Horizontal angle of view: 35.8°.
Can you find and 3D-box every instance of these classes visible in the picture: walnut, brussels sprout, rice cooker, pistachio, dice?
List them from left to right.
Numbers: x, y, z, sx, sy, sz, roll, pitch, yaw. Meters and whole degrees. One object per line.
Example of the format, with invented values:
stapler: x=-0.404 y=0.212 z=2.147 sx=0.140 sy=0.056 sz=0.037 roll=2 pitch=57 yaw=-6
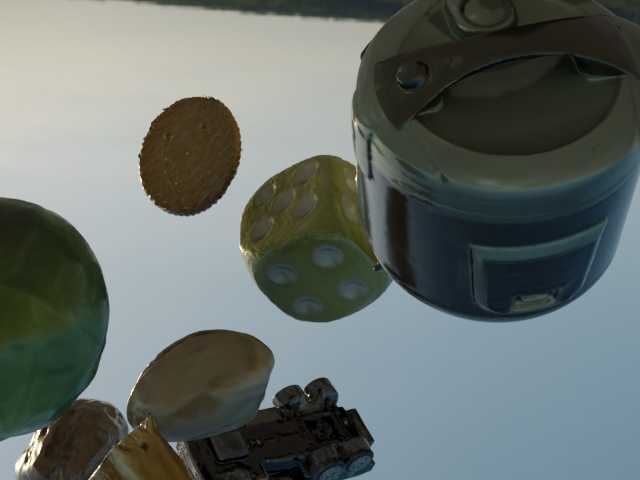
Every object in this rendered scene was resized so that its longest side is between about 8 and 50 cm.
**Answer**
brussels sprout: x=-0.304 y=0.070 z=0.862 sx=0.244 sy=0.244 sz=0.244 roll=2 pitch=-165 yaw=-1
walnut: x=-0.488 y=0.455 z=2.006 sx=0.227 sy=0.273 sz=0.273 roll=-20 pitch=-168 yaw=10
pistachio: x=-0.164 y=0.205 z=1.389 sx=0.223 sy=0.152 sz=0.126 roll=-30 pitch=-164 yaw=8
dice: x=0.000 y=0.000 z=1.897 sx=0.233 sy=0.238 sz=0.227 roll=-27 pitch=-142 yaw=25
rice cooker: x=0.202 y=-0.102 z=1.098 sx=0.335 sy=0.325 sz=0.335 roll=-2 pitch=-125 yaw=3

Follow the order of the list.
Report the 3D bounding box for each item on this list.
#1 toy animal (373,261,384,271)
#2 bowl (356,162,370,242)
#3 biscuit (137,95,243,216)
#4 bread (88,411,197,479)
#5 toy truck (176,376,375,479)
toy animal: x=0.206 y=0.017 z=1.475 sx=0.272 sy=0.197 sz=0.160 roll=-33 pitch=-114 yaw=-12
bowl: x=0.283 y=-0.120 z=1.812 sx=0.434 sy=0.435 sz=0.196 roll=-12 pitch=-167 yaw=-44
biscuit: x=-0.262 y=-0.169 z=1.988 sx=0.254 sy=0.254 sz=0.035 roll=11 pitch=176 yaw=31
bread: x=-0.202 y=0.315 z=1.224 sx=0.173 sy=0.134 sz=0.085 roll=51 pitch=-140 yaw=13
toy truck: x=-0.066 y=0.362 z=1.645 sx=0.363 sy=0.178 sz=0.176 roll=-3 pitch=-136 yaw=-35
